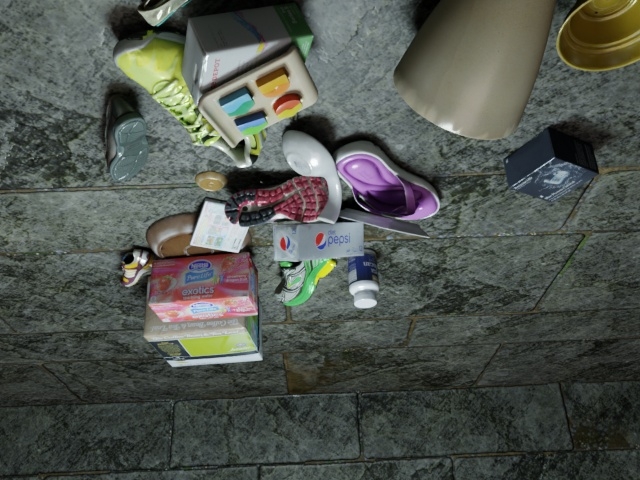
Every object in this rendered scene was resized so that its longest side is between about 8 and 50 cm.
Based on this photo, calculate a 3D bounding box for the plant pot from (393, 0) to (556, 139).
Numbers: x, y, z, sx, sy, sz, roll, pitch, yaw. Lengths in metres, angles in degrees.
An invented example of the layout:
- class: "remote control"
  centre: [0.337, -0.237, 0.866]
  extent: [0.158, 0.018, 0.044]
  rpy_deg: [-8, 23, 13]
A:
- class: "plant pot"
  centre: [0.298, -0.366, 1.234]
  extent: [0.256, 0.256, 0.274]
  rpy_deg: [7, 135, -17]

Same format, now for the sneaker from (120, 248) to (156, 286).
- class: "sneaker"
  centre: [-0.582, 0.077, 2.142]
  extent: [0.084, 0.070, 0.185]
  rpy_deg: [28, 134, -31]

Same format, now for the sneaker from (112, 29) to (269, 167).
- class: "sneaker"
  centre: [-0.242, -0.282, 1.404]
  extent: [0.145, 0.147, 0.384]
  rpy_deg: [-23, 145, 36]

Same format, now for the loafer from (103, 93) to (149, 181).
- class: "loafer"
  centre: [-0.444, -0.231, 1.578]
  extent: [0.096, 0.084, 0.267]
  rpy_deg: [-25, 166, -27]

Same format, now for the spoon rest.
- class: "spoon rest"
  centre: [-0.009, -0.163, 1.682]
  extent: [0.137, 0.084, 0.276]
  rpy_deg: [17, 148, 34]

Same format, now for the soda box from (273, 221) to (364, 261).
- class: "soda box"
  centre: [0.000, 0.000, 1.886]
  extent: [0.091, 0.098, 0.286]
  rpy_deg: [0, -177, 40]

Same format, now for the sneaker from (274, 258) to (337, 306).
- class: "sneaker"
  centre: [-0.070, 0.082, 2.151]
  extent: [0.146, 0.134, 0.343]
  rpy_deg: [16, 139, -18]

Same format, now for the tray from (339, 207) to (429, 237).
- class: "tray"
  centre: [0.158, -0.052, 1.864]
  extent: [0.145, 0.030, 0.270]
  rpy_deg: [9, -175, -32]

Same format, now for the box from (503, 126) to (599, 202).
- class: "box"
  centre: [0.568, -0.182, 1.724]
  extent: [0.158, 0.093, 0.156]
  rpy_deg: [14, 148, -27]

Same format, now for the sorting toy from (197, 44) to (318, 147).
- class: "sorting toy"
  centre: [-0.109, -0.262, 1.323]
  extent: [0.208, 0.038, 0.193]
  rpy_deg: [-30, 160, 4]

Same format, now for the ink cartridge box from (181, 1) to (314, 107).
- class: "ink cartridge box"
  centre: [-0.139, -0.340, 1.287]
  extent: [0.212, 0.093, 0.154]
  rpy_deg: [-19, 159, -24]

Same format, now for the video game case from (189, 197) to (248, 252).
- class: "video game case"
  centre: [-0.272, -0.039, 1.932]
  extent: [0.143, 0.019, 0.157]
  rpy_deg: [10, 126, -23]

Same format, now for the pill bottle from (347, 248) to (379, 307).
- class: "pill bottle"
  centre: [0.134, 0.119, 2.165]
  extent: [0.094, 0.169, 0.094]
  rpy_deg: [-2, 152, -1]

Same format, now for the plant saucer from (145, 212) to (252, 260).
- class: "plant saucer"
  centre: [-0.358, 0.015, 2.058]
  extent: [0.310, 0.050, 0.311]
  rpy_deg: [-3, 151, -1]

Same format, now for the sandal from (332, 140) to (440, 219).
- class: "sandal"
  centre: [0.166, -0.117, 1.796]
  extent: [0.169, 0.102, 0.416]
  rpy_deg: [-22, 146, 33]

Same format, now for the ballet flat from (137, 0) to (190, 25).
- class: "ballet flat"
  centre: [-0.260, -0.431, 1.221]
  extent: [0.168, 0.057, 0.052]
  rpy_deg: [-24, 135, 34]

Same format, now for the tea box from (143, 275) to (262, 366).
- class: "tea box"
  centre: [-0.381, 0.265, 2.341]
  extent: [0.329, 0.220, 0.323]
  rpy_deg: [-5, 153, 3]

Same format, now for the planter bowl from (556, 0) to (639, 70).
- class: "planter bowl"
  centre: [0.535, -0.417, 1.279]
  extent: [0.217, 0.090, 0.217]
  rpy_deg: [-3, 152, -2]

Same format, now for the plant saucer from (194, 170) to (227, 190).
- class: "plant saucer"
  centre: [-0.281, -0.148, 1.790]
  extent: [0.083, 0.015, 0.083]
  rpy_deg: [-2, 152, -1]

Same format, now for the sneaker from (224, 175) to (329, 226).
- class: "sneaker"
  centre: [-0.101, -0.105, 1.809]
  extent: [0.299, 0.121, 0.112]
  rpy_deg: [-5, -175, -8]

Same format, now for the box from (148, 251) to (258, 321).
- class: "box"
  centre: [-0.343, 0.139, 2.081]
  extent: [0.299, 0.154, 0.142]
  rpy_deg: [-4, 151, 6]
